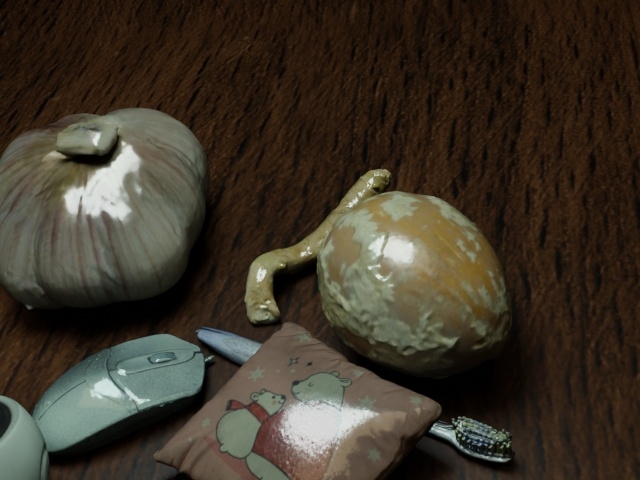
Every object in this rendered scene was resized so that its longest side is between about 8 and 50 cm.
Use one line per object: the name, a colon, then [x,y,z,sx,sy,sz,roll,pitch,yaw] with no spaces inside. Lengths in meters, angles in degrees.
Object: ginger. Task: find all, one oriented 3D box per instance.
ginger: [0.000,0.000,1.120,0.288,0.075,0.089,-43,11,-29]

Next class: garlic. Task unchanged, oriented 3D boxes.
garlic: [-0.296,-0.047,1.125,0.322,0.241,0.322,-21,28,12]

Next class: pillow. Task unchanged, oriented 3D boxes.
pillow: [-0.026,0.206,0.885,0.236,0.084,0.223,26,66,33]

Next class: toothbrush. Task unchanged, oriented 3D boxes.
toothbrush: [0.023,0.166,0.966,0.413,0.042,0.035,16,48,27]

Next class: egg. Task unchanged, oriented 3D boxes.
egg: [0.105,0.049,0.955,0.203,0.203,0.245,-34,49,-24]

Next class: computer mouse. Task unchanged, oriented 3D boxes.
computer mouse: [-0.231,0.169,0.980,0.229,0.068,0.113,-26,47,-17]

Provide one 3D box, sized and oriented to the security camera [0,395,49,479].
security camera: [-0.364,0.257,0.830,0.195,0.194,0.236,-10,38,-1]
